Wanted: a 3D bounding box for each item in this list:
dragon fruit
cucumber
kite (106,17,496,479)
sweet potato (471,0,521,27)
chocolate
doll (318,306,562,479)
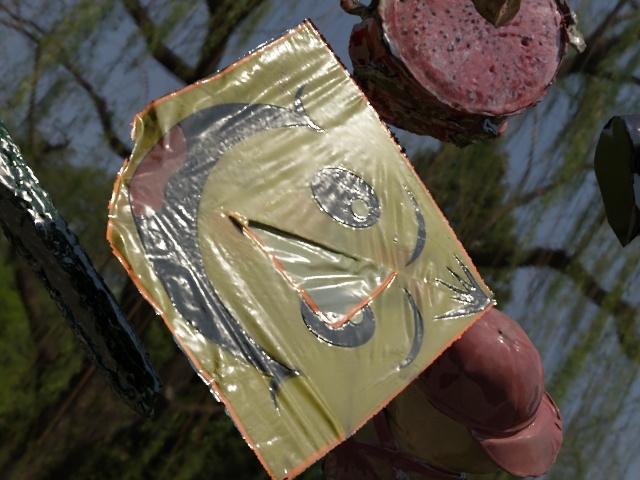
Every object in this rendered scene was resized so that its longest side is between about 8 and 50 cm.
[{"bbox_3d":[0.180,-0.293,1.673,0.314,0.296,0.263,39,-15,-6],"label":"dragon fruit"},{"bbox_3d":[-0.191,0.021,0.830,0.256,0.043,0.044,58,5,-1],"label":"cucumber"},{"bbox_3d":[0.001,-0.001,0.828,0.328,0.377,0.013,20,-31,-24],"label":"kite"},{"bbox_3d":[0.155,-0.378,1.455,0.281,0.067,0.059,48,-49,26],"label":"sweet potato"},{"bbox_3d":[0.367,-0.073,1.273,0.125,0.080,0.148,-120,-157,-80],"label":"chocolate"},{"bbox_3d":[0.118,0.179,1.086,0.196,0.152,0.256,31,-70,-11],"label":"doll"}]
